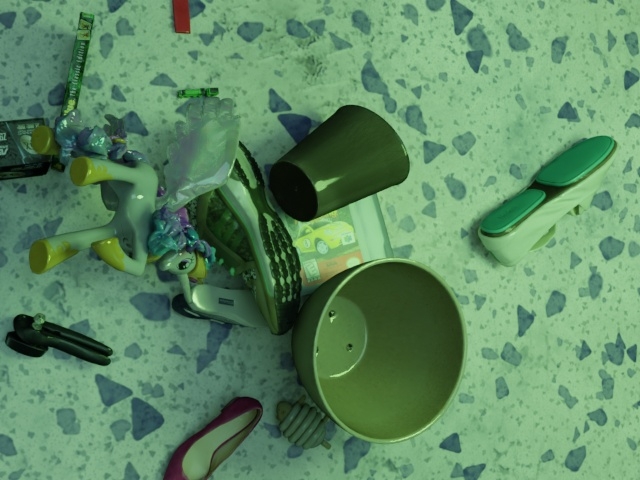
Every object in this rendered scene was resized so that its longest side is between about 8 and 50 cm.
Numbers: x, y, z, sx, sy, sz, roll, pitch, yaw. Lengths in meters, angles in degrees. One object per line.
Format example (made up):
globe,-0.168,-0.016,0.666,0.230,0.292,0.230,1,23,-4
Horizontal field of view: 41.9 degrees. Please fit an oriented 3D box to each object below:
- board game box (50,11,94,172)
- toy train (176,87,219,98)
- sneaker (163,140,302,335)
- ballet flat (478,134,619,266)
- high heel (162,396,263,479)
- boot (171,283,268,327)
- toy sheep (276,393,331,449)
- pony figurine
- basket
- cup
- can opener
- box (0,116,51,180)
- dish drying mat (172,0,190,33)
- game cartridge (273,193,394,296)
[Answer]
board game box,-0.439,-0.258,1.478,0.030,0.136,0.259,11,81,-15
toy train,-0.237,-0.287,1.622,0.083,0.024,0.017,-8,88,-23
sneaker,-0.168,-0.004,1.554,0.182,0.158,0.410,-26,79,18
ballet flat,0.517,-0.082,1.865,0.400,0.139,0.139,-37,99,-16
high heel,-0.196,0.388,1.529,0.244,0.117,0.082,-45,102,-19
boot,-0.182,0.126,1.583,0.190,0.086,0.069,21,65,-32
toy sheep,-0.031,0.358,1.617,0.132,0.091,0.091,36,73,4
pony figurine,-0.304,-0.082,1.378,0.363,0.303,0.351,17,67,-61
basket,0.026,-0.139,1.604,0.204,0.154,0.227,40,51,19
cup,0.073,0.194,1.579,0.331,0.237,0.331,0,91,-30
can opener,-0.458,0.177,1.484,0.186,0.073,0.059,19,40,-23
box,-0.557,-0.148,1.415,0.180,0.147,0.077,-9,89,-23
dish drying mat,-0.271,-0.445,1.630,0.032,0.008,0.083,-4,86,-23
game cartridge,0.000,0.000,1.679,0.294,0.060,0.196,-16,88,-22
